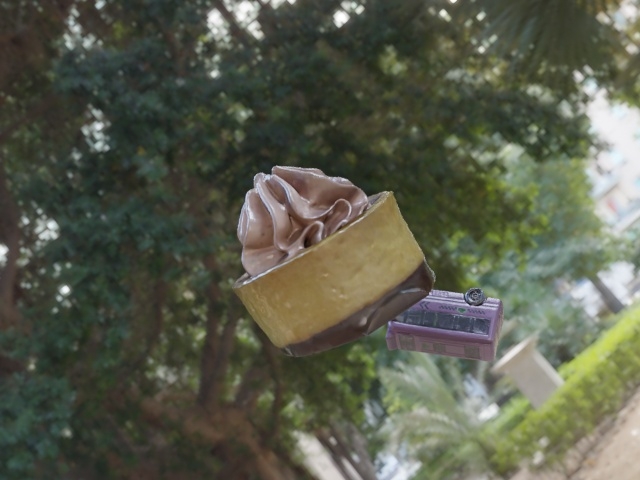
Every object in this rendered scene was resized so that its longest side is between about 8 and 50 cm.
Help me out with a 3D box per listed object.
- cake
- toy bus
[{"bbox_3d":[0.000,0.000,1.152,0.207,0.178,0.185,-15,15,36],"label":"cake"},{"bbox_3d":[0.185,0.126,1.704,0.087,0.178,0.098,72,-151,-57],"label":"toy bus"}]
